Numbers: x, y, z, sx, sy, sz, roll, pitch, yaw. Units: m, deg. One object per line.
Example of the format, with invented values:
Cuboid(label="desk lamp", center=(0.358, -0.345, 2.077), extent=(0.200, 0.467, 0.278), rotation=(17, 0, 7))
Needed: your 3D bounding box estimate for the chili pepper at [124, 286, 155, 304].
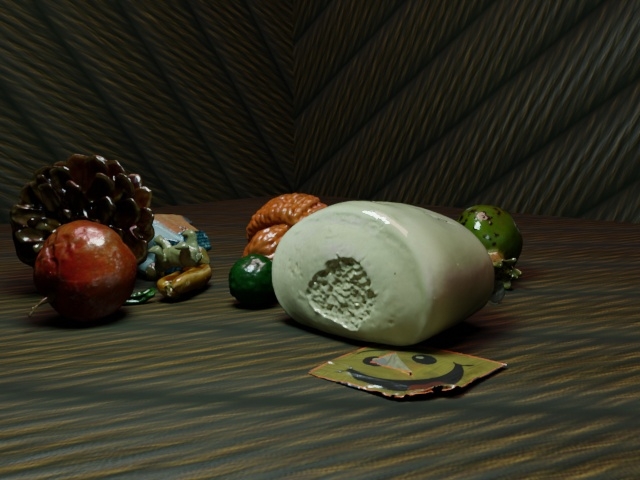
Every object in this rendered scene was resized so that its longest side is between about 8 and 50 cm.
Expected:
Cuboid(label="chili pepper", center=(-0.526, 0.138, 1.740), extent=(0.182, 0.050, 0.073), rotation=(6, 5, 23))

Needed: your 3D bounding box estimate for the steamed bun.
Cuboid(label="steamed bun", center=(0.147, 0.050, 1.531), extent=(0.455, 0.290, 0.371), rotation=(7, 10, 36))

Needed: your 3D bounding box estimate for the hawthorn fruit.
Cuboid(label="hawthorn fruit", center=(-0.574, 0.092, 1.552), extent=(0.241, 0.242, 0.272), rotation=(8, 45, 40))

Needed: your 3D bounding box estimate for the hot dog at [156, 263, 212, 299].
Cuboid(label="hot dog", center=(-0.368, 0.114, 1.827), extent=(0.100, 0.068, 0.249), rotation=(-12, 5, 13))

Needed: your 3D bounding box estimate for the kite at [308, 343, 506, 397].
Cuboid(label="kite", center=(0.162, 0.235, 1.268), extent=(0.377, 0.013, 0.327), rotation=(-3, 7, -7))

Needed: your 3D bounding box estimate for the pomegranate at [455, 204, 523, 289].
Cuboid(label="pomegranate", center=(0.499, 0.010, 1.959), extent=(0.230, 0.231, 0.286), rotation=(0, 9, -2))

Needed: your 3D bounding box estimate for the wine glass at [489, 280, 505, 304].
Cuboid(label="wine glass", center=(0.414, 0.123, 1.800), extent=(0.066, 0.066, 0.198), rotation=(-5, 8, -25))

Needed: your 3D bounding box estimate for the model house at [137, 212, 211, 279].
Cuboid(label="model house", center=(-0.458, 0.041, 2.053), extent=(0.291, 0.185, 0.253), rotation=(23, 15, 33))

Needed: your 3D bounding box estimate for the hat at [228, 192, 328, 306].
Cuboid(label="hat", center=(-0.115, 0.066, 1.832), extent=(0.285, 0.285, 0.400), rotation=(5, 41, 27))

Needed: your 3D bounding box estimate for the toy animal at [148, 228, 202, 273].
Cuboid(label="toy animal", center=(-0.415, 0.042, 1.864), extent=(0.218, 0.101, 0.103), rotation=(-9, 28, 32))

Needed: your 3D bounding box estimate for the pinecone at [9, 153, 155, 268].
Cuboid(label="pinecone", center=(-0.655, -0.053, 1.838), extent=(0.397, 0.398, 0.398), rotation=(0, 10, 0))
